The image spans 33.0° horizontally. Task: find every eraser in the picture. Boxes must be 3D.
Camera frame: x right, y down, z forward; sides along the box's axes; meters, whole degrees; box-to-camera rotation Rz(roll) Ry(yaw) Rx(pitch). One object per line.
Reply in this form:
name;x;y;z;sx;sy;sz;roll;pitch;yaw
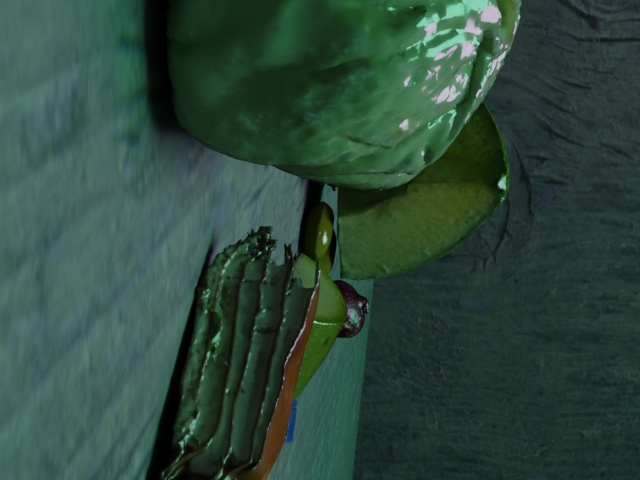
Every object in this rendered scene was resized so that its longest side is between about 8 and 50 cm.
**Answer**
eraser;-0.052;0.255;1.535;0.085;0.027;0.063;61;38;-79

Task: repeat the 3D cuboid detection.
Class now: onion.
onion;0.042;0.124;1.933;0.107;0.097;0.107;-12;90;-74

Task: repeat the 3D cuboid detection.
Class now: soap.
soap;-0.001;0.000;1.609;0.140;0.045;0.089;81;13;-66

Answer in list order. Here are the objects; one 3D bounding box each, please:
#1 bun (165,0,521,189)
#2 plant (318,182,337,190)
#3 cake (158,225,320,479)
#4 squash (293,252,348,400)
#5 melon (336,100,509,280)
bun;0.034;-0.192;0.811;0.349;0.227;0.353;-64;156;-48
plant;0.044;-0.133;1.490;0.092;0.143;0.094;58;-3;-8
cake;-0.072;0.124;0.942;0.135;0.098;0.287;81;22;-63
squash;-0.004;0.128;1.488;0.192;0.085;0.184;-62;150;-66
melon;0.115;-0.149;1.646;0.331;0.226;0.344;-39;-145;41
